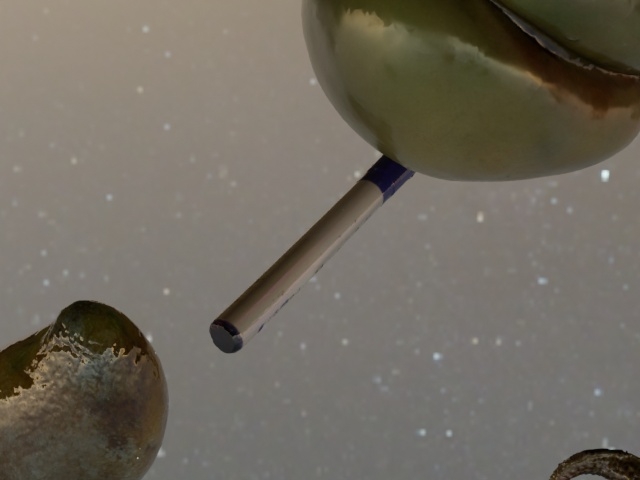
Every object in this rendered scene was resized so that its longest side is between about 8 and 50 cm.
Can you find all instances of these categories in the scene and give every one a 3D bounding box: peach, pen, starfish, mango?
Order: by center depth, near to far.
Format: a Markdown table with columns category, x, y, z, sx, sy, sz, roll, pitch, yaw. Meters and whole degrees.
| category | x | y | z | sx | sy | sz | roll | pitch | yaw |
| --- | --- | --- | --- | --- | --- | --- | --- | --- | --- |
| starfish | 0.122 | 0.102 | 0.473 | 0.091 | 0.078 | 0.028 | 32 | -137 | 17 |
| peach | 0.131 | -0.177 | 0.941 | 0.247 | 0.292 | 0.292 | 36 | -144 | 23 |
| pen | 0.001 | 0.000 | 1.074 | 0.033 | 0.033 | 0.269 | 13 | -141 | 31 |
| mango | -0.243 | 0.164 | 1.306 | 0.193 | 0.316 | 0.146 | 29 | -139 | -9 |
